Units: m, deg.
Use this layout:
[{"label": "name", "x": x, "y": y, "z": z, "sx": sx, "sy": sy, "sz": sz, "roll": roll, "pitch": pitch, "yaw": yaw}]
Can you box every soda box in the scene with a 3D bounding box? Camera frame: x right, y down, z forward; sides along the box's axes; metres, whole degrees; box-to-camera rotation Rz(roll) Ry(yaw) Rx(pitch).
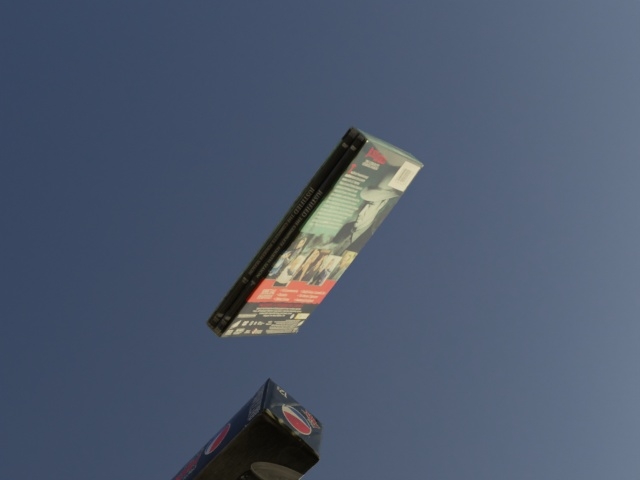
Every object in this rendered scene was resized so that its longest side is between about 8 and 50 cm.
[{"label": "soda box", "x": -0.074, "y": 0.185, "z": 0.710, "sx": 0.060, "sy": 0.053, "sz": 0.169, "roll": 42, "pitch": -75, "yaw": -8}]

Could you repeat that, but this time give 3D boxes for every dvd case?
[{"label": "dvd case", "x": 0.000, "y": 0.000, "z": 0.485, "sx": 0.013, "sy": 0.119, "sz": 0.087, "roll": 43, "pitch": -166, "yaw": 21}]
